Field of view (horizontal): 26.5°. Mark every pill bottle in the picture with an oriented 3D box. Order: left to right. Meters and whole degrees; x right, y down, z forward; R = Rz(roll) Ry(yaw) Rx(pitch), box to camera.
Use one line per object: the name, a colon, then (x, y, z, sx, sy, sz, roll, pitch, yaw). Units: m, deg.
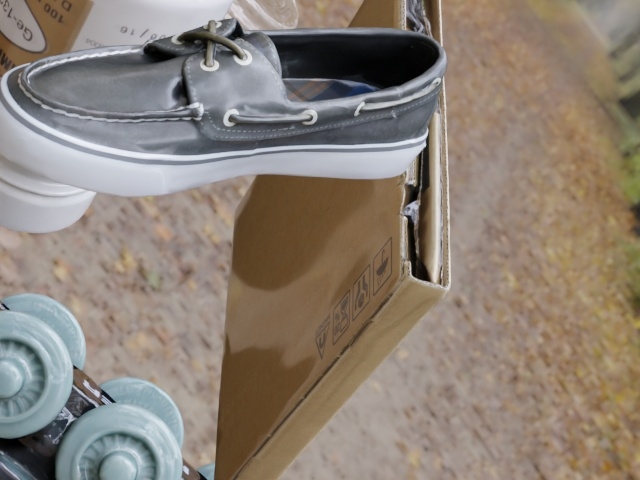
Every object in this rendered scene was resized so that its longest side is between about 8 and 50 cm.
pill bottle: (-0.150, -0.113, 0.835, 0.131, 0.229, 0.131, 20, 43, -20)

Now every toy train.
toy train: (-0.164, 0.174, 0.860, 0.334, 0.190, 0.142, 42, 0, -8)

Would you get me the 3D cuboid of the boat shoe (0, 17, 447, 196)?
boat shoe: (-0.025, -0.043, 0.382, 0.142, 0.040, 0.049, -4, 43, -37)

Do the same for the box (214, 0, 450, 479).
box: (0.000, 0.000, 0.573, 0.021, 0.201, 0.164, 14, 53, -17)

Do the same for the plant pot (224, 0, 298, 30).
plant pot: (-0.094, -0.189, 1.082, 0.237, 0.110, 0.237, 47, 26, -31)
